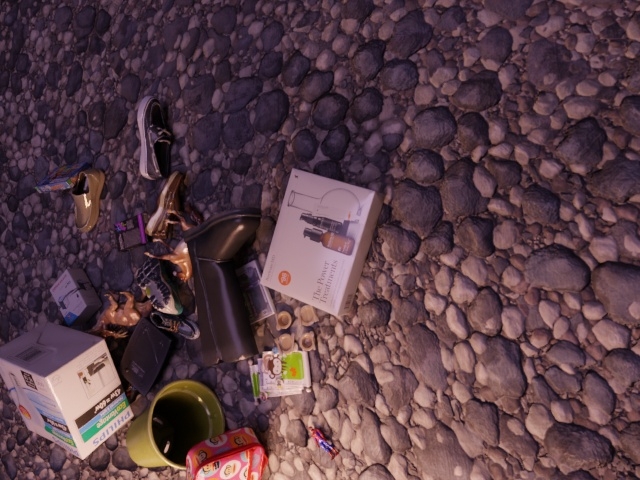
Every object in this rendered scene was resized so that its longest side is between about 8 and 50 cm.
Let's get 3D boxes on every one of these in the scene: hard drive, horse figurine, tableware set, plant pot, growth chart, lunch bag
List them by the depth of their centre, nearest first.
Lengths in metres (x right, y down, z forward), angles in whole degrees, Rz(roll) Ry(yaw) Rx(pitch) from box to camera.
[{"bbox_3d":[-0.281,0.730,1.410,0.120,0.258,0.293,32,120,49],"label":"lunch bag"},{"bbox_3d":[-0.077,0.281,1.436,0.168,0.020,0.141,-15,73,24],"label":"tableware set"},{"bbox_3d":[-0.132,0.424,1.468,0.237,0.021,0.172,-20,79,23],"label":"growth chart"},{"bbox_3d":[-0.507,0.635,1.527,0.254,0.276,0.276,-33,75,33],"label":"plant pot"},{"bbox_3d":[-0.490,0.000,1.609,0.174,0.066,0.263,29,91,-6],"label":"horse figurine"},{"bbox_3d":[-0.636,0.423,1.683,0.172,0.054,0.255,33,104,20],"label":"hard drive"}]

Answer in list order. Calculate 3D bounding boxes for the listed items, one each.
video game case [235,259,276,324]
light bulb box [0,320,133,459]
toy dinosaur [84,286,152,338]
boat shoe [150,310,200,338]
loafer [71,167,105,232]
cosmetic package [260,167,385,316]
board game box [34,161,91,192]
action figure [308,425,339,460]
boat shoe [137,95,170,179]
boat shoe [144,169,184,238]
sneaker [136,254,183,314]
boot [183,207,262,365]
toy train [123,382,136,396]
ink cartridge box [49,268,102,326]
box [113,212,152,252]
[{"bbox_3d":[-0.250,0.185,1.531,0.173,0.022,0.190,-27,77,22],"label":"video game case"},{"bbox_3d":[-0.918,0.524,1.643,0.358,0.225,0.361,6,116,30],"label":"light bulb box"},{"bbox_3d":[-0.722,0.281,1.705,0.295,0.127,0.200,-9,95,9],"label":"toy dinosaur"},{"bbox_3d":[-0.518,0.302,1.620,0.183,0.083,0.065,23,98,24],"label":"boat shoe"},{"bbox_3d":[-0.949,-0.165,1.837,0.102,0.092,0.269,14,94,25],"label":"loafer"},{"bbox_3d":[0.000,0.000,1.380,0.284,0.097,0.377,19,96,28],"label":"cosmetic package"},{"bbox_3d":[-1.058,-0.259,1.878,0.201,0.035,0.136,-3,43,26],"label":"board game box"},{"bbox_3d":[0.005,0.613,1.392,0.115,0.030,0.038,44,111,22],"label":"action figure"},{"bbox_3d":[-0.596,-0.375,1.670,0.102,0.108,0.301,4,93,26],"label":"boat shoe"},{"bbox_3d":[-0.539,-0.125,1.656,0.095,0.095,0.257,25,98,-8],"label":"boat shoe"},{"bbox_3d":[-0.575,0.165,1.642,0.107,0.110,0.275,-39,54,2],"label":"sneaker"},{"bbox_3d":[-0.274,0.151,1.419,0.367,0.146,0.445,-20,76,47],"label":"boot"},{"bbox_3d":[-0.744,0.579,1.750,0.158,0.027,0.036,-39,76,20],"label":"toy train"},{"bbox_3d":[-0.989,0.229,1.850,0.139,0.082,0.191,-44,73,18],"label":"ink cartridge box"},{"bbox_3d":[-0.724,-0.029,1.761,0.162,0.029,0.116,-17,80,23],"label":"box"}]
